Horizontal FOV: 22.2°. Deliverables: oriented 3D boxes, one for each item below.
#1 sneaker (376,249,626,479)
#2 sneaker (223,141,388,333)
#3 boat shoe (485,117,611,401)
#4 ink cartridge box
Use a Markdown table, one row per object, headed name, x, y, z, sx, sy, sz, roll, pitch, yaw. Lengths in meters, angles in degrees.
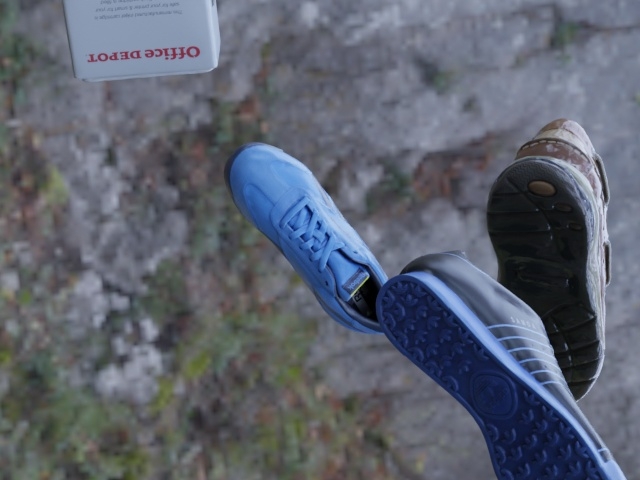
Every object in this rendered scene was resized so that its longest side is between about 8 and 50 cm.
| name | x | y | z | sx | sy | sz | roll | pitch | yaw |
| --- | --- | --- | --- | --- | --- | --- | --- | --- | --- |
| sneaker | 0.140 | 0.100 | 1.115 | 0.232 | 0.090 | 0.081 | 52 | -53 | 8 |
| sneaker | 0.000 | 0.000 | 1.384 | 0.209 | 0.069 | 0.082 | 52 | -9 | -27 |
| boat shoe | 0.223 | 0.025 | 1.533 | 0.324 | 0.123 | 0.120 | 88 | 22 | -46 |
| ink cartridge box | -0.159 | -0.234 | 1.400 | 0.072 | 0.128 | 0.175 | -91 | 177 | -62 |
